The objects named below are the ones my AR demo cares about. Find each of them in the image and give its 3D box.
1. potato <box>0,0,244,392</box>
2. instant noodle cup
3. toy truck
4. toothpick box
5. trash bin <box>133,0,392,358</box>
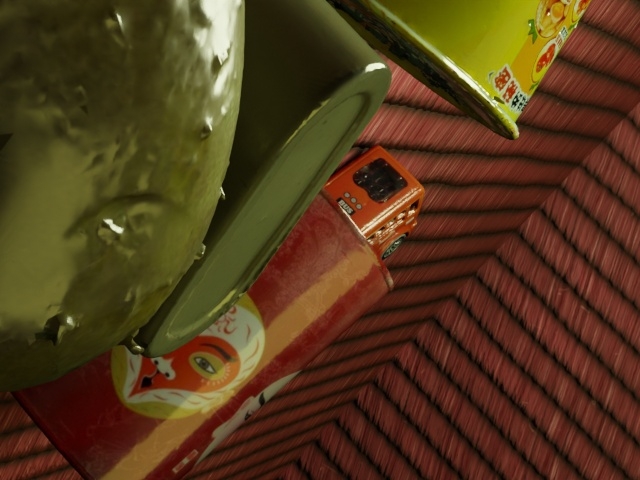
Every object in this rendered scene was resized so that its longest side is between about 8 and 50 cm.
[{"bbox_3d":[-0.163,-0.115,0.600,0.269,0.219,0.359,-3,113,-20],"label":"potato"},{"bbox_3d":[0.097,-0.224,1.023,0.200,0.264,0.264,-51,165,3],"label":"instant noodle cup"},{"bbox_3d":[0.000,0.000,1.662,0.252,0.107,0.114,-37,164,-30],"label":"toy truck"},{"bbox_3d":[-0.118,0.081,1.382,0.333,0.204,0.204,-41,166,-7],"label":"toothpick box"},{"bbox_3d":[-0.110,-0.095,0.802,0.121,0.247,0.243,-26,157,-54],"label":"trash bin"}]
